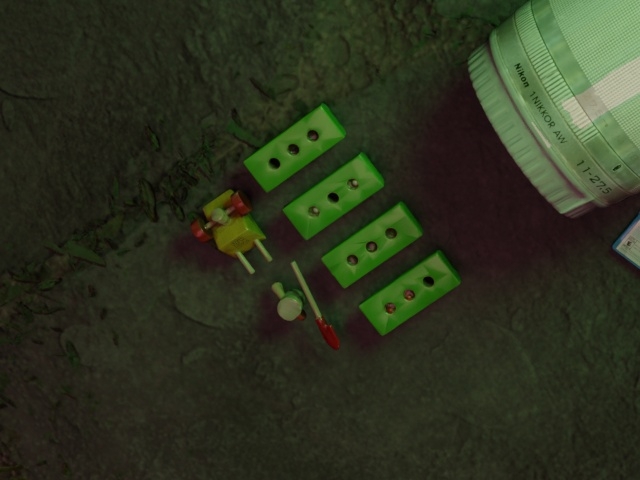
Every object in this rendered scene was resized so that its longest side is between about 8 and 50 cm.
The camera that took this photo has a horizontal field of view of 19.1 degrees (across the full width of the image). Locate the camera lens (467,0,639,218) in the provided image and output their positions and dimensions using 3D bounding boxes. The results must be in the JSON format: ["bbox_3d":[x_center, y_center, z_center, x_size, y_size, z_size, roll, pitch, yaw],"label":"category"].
[{"bbox_3d":[0.310,-0.175,1.855,0.274,0.219,0.219,-33,100,19],"label":"camera lens"}]

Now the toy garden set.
[{"bbox_3d":[0.000,0.000,2.069,0.204,0.049,0.244,-35,100,18],"label":"toy garden set"}]

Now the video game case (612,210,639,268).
[{"bbox_3d":[0.404,-0.020,2.000,0.119,0.015,0.166,37,111,-2],"label":"video game case"}]
